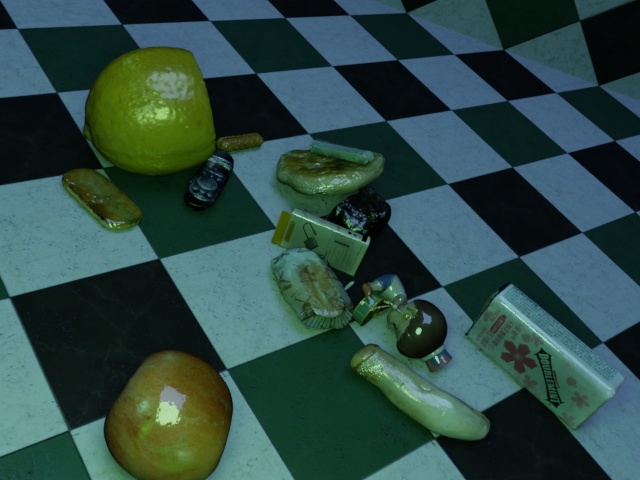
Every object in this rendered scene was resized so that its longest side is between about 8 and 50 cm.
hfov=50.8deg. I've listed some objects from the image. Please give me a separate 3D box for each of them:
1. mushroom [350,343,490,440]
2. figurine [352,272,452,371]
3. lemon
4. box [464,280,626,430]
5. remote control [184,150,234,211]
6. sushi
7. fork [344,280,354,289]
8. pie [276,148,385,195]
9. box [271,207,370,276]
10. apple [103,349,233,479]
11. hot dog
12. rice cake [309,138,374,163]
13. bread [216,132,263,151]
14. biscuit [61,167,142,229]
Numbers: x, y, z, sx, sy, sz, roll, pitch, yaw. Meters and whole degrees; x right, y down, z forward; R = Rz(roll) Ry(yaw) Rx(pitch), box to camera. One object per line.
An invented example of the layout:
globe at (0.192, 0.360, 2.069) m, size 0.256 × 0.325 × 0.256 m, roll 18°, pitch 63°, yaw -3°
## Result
mushroom at (0.231, 0.356, 1.566) m, size 0.351 × 0.095 × 0.123 m, roll 33°, pitch 25°, yaw 8°
figurine at (0.215, 0.207, 1.680) m, size 0.275 × 0.161 × 0.158 m, roll 39°, pitch 85°, yaw 21°
lemon at (-0.468, -0.341, 1.809) m, size 0.364 × 0.364 × 0.364 m, roll 12°, pitch 43°, yaw -12°
box at (0.554, 0.288, 1.706) m, size 0.370 × 0.190 × 0.112 m, roll 41°, pitch 44°, yaw 20°
remote control at (-0.313, -0.168, 1.902) m, size 0.090 × 0.066 × 0.266 m, roll 32°, pitch 36°, yaw -10°
sushi at (0.114, -0.060, 1.921) m, size 0.127 × 0.124 × 0.225 m, roll 41°, pitch 38°, yaw 14°
fork at (0.059, 0.134, 1.778) m, size 0.016 × 0.012 × 0.115 m, roll 42°, pitch 44°, yaw 11°
pie at (0.031, -0.215, 2.004) m, size 0.338 × 0.075 × 0.337 m, roll -2°, pitch 26°, yaw 1°
box at (0.000, 0.000, 1.804) m, size 0.247 × 0.129 × 0.033 m, roll 23°, pitch 41°, yaw -1°
apple at (-0.272, 0.335, 1.271) m, size 0.254 × 0.253 × 0.253 m, roll 12°, pitch 43°, yaw -12°
hot dog at (-0.025, 0.122, 1.704) m, size 0.163 × 0.081 × 0.270 m, roll -7°, pitch 46°, yaw -28°
rice cake at (0.062, -0.260, 1.973) m, size 0.211 × 0.034 × 0.043 m, roll 17°, pitch 39°, yaw 33°
bread at (-0.247, -0.302, 2.072) m, size 0.157 × 0.044 × 0.052 m, roll -15°, pitch 48°, yaw -36°
biscuit at (-0.566, -0.109, 1.746) m, size 0.247 × 0.029 × 0.118 m, roll 40°, pitch 38°, yaw 19°
